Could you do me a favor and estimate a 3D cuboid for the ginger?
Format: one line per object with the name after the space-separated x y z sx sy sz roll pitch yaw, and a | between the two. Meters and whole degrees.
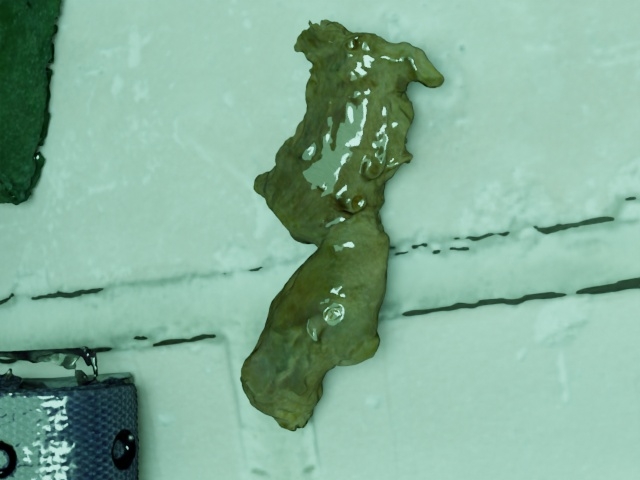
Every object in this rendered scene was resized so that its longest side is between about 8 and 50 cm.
0.000 -0.002 0.764 0.122 0.084 0.290 14 99 15 | ginger

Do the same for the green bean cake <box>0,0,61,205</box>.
-0.298 -0.127 0.819 0.107 0.208 0.194 13 96 24 | green bean cake

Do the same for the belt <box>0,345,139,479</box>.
-0.244 0.147 0.855 0.230 0.139 0.126 -4 86 25 | belt
